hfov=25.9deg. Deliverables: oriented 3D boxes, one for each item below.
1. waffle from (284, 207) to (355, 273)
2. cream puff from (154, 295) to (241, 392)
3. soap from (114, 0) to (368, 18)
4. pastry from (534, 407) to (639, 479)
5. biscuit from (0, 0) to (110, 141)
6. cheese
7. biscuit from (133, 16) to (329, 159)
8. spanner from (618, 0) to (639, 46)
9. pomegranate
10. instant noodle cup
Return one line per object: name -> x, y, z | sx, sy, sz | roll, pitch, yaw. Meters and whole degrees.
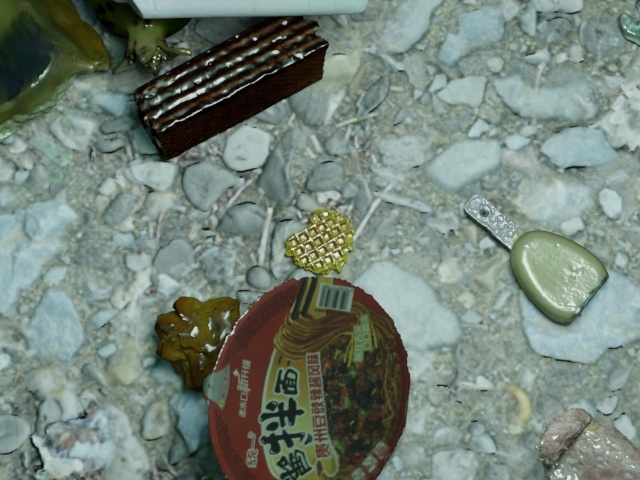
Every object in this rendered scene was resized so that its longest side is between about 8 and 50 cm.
waffle -> 0.002, 0.000, 1.689 | 0.078, 0.016, 0.085 | 30, 77, 1
cream puff -> -0.132, 0.114, 1.614 | 0.122, 0.094, 0.116 | 34, 74, 10
soap -> -0.117, -0.360, 1.558 | 0.347, 0.115, 0.208 | -4, 114, -21
pastry -> 0.354, 0.292, 1.589 | 0.265, 0.112, 0.103 | 42, 83, 0
biscuit -> -0.448, -0.207, 1.691 | 0.329, 0.078, 0.335 | 26, 74, 8
cheese -> 0.253, 0.012, 1.687 | 0.192, 0.037, 0.097 | 41, 76, 7
biscuit -> -0.103, -0.193, 1.687 | 0.252, 0.106, 0.070 | -29, 78, -11
spanner -> 0.468, -0.174, 1.757 | 0.071, 0.017, 0.302 | -29, 80, -6
pomegranate -> -0.207, -0.288, 1.689 | 0.148, 0.148, 0.169 | -15, 90, -7
instant noodle cup -> -0.030, 0.170, 1.578 | 0.274, 0.091, 0.274 | -3, 95, -33
